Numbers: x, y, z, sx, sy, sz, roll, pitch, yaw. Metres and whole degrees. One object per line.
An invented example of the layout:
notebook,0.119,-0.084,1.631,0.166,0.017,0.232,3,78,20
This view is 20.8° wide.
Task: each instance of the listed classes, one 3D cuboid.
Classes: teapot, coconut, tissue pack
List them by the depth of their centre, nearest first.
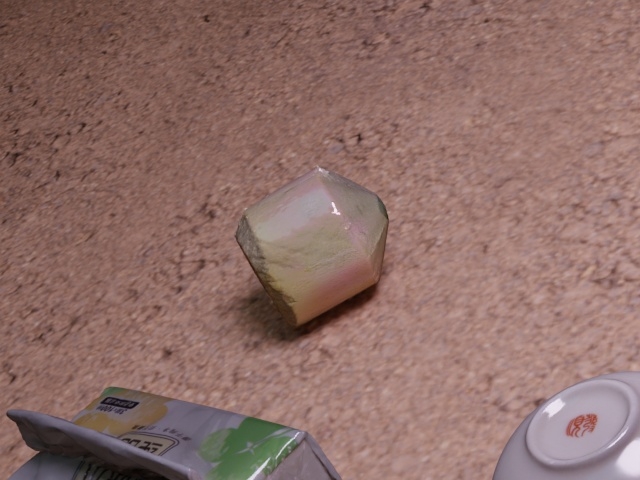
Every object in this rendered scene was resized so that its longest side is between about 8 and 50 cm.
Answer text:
teapot,0.171,0.156,1.072,0.245,0.116,0.159,-42,42,-12
tissue pack,-0.123,0.176,1.236,0.229,0.145,0.159,7,44,47
coconut,0.000,0.000,1.449,0.122,0.116,0.116,-30,28,-3
